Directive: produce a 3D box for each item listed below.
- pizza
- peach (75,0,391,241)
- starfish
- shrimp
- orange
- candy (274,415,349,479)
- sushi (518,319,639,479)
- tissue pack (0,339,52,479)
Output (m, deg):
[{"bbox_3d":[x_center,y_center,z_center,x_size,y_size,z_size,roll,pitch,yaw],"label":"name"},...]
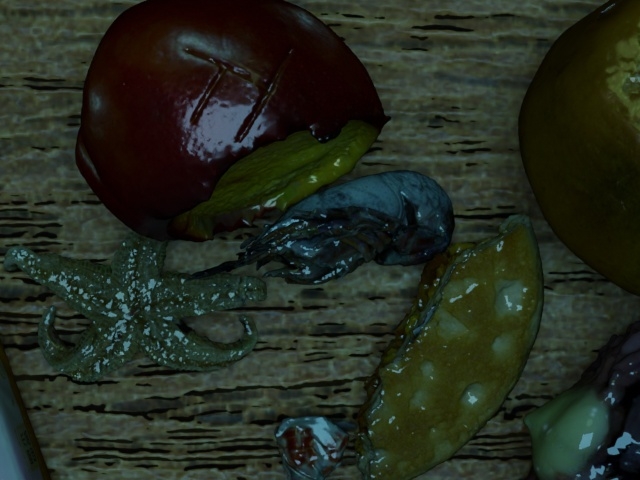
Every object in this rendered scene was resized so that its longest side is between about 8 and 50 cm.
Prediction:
[{"bbox_3d":[0.101,0.088,1.365,0.127,0.058,0.246,14,102,-24],"label":"pizza"},{"bbox_3d":[-0.066,-0.086,1.308,0.226,0.196,0.190,15,122,1],"label":"peach"},{"bbox_3d":[-0.149,0.046,1.370,0.209,0.053,0.150,21,84,1],"label":"starfish"},{"bbox_3d":[0.000,0.000,1.346,0.233,0.090,0.079,-16,85,-23],"label":"shrimp"},{"bbox_3d":[0.266,-0.069,1.317,0.249,0.183,0.249,0,70,0],"label":"orange"},{"bbox_3d":[-0.018,0.282,1.365,0.086,0.059,0.292,10,90,-4],"label":"candy"},{"bbox_3d":[0.259,0.190,1.317,0.236,0.171,0.270,35,93,-1],"label":"sushi"},{"bbox_3d":[-0.306,0.185,1.328,0.185,0.124,0.225,-20,89,0],"label":"tissue pack"}]
